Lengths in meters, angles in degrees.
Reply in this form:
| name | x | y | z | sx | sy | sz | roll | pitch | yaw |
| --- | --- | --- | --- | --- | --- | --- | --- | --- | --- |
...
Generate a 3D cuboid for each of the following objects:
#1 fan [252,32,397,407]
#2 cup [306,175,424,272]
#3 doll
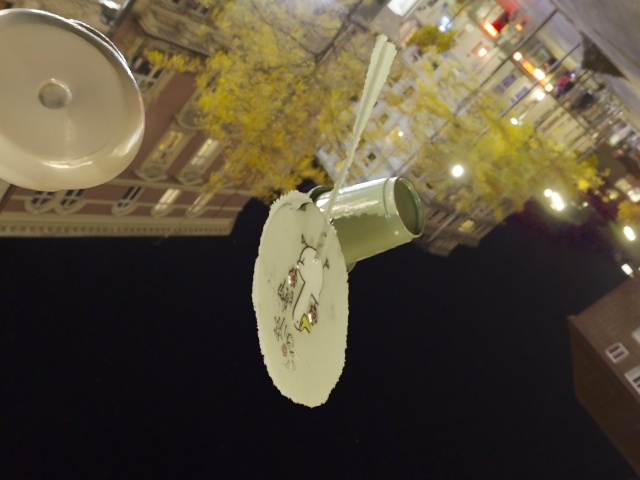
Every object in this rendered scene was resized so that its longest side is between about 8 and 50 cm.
| name | x | y | z | sx | sy | sz | roll | pitch | yaw |
| --- | --- | --- | --- | --- | --- | --- | --- | --- | --- |
| fan | 0.001 | 0.000 | 0.594 | 0.012 | 0.414 | 0.233 | -2 | -137 | -29 |
| cup | 0.053 | -0.027 | 0.755 | 0.120 | 0.141 | 0.120 | 35 | -134 | -45 |
| doll | -0.351 | -0.168 | 0.746 | 0.251 | 0.221 | 0.221 | 29 | -151 | -24 |
